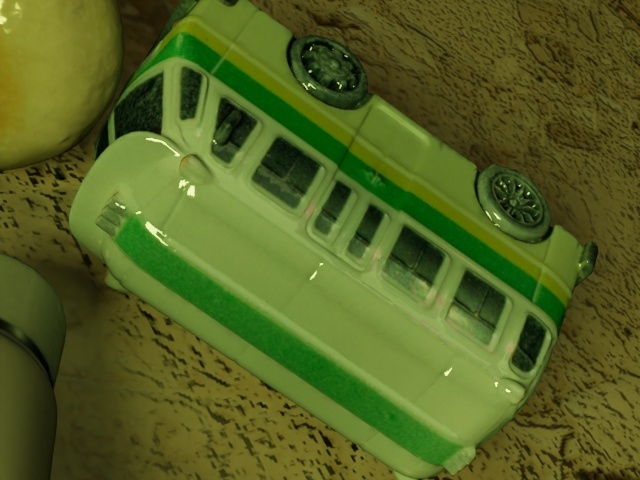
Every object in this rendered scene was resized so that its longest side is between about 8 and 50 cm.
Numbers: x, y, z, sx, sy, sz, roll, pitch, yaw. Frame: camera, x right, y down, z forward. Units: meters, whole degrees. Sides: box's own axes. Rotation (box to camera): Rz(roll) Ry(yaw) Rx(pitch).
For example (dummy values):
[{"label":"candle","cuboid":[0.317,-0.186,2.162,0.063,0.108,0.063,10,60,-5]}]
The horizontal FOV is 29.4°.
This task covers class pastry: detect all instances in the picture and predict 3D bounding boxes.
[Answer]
[{"label":"pastry","cuboid":[-0.178,-0.110,0.625,0.156,0.156,0.092,30,33,-11]}]

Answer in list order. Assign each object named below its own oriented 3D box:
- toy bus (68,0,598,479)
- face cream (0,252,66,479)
[{"label":"toy bus","cuboid":[0.000,0.000,0.673,0.276,0.134,0.165,34,42,-7]},{"label":"face cream","cuboid":[-0.157,0.112,0.442,0.143,0.089,0.314,-3,29,1]}]
